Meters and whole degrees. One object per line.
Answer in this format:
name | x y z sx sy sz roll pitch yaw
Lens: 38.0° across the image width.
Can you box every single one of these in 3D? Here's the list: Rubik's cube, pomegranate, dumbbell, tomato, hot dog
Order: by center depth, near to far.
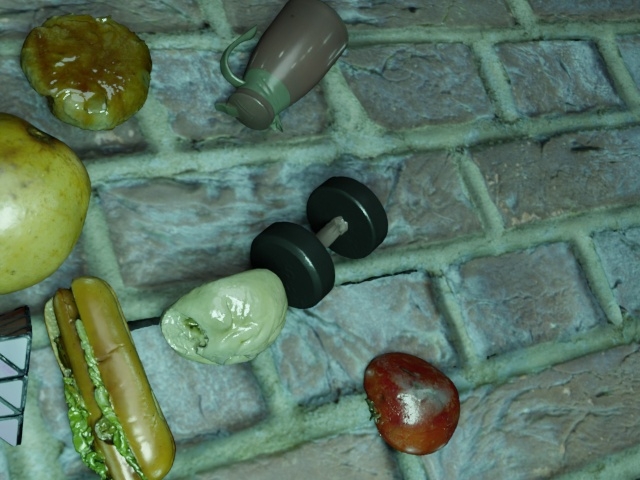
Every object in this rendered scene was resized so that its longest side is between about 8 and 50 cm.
Rubik's cube | -0.473 0.209 1.290 0.190 0.211 0.178 -13 98 -12
pomegranate | -0.465 -0.053 1.321 0.260 0.260 0.260 13 61 -23
hot dog | -0.309 0.215 1.332 0.100 0.135 0.337 -5 68 -56
tomato | 0.171 0.268 1.596 0.173 0.099 0.189 -5 67 -29
dumbbell | 0.000 0.000 1.604 0.152 0.152 0.218 48 53 0

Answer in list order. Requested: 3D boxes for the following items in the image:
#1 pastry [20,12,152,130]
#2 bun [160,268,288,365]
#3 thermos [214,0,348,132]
pastry | -0.386 -0.289 1.568 0.229 0.100 0.218 -30 78 -31
bun | -0.145 0.130 1.441 0.193 0.178 0.128 -14 75 -36
thermos | -0.081 -0.330 1.736 0.176 0.146 0.265 42 59 -12
